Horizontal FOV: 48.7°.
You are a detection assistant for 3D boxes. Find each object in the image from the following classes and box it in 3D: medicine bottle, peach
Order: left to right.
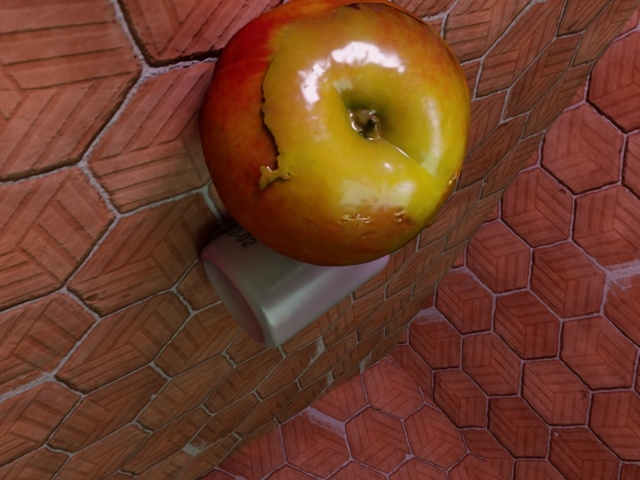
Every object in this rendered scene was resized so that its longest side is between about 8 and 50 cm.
[{"bbox_3d":[0.000,0.000,1.265,0.388,0.219,0.219,-36,158,-18],"label":"medicine bottle"},{"bbox_3d":[0.012,-0.135,0.908,0.370,0.370,0.370,-36,158,-17],"label":"peach"}]
